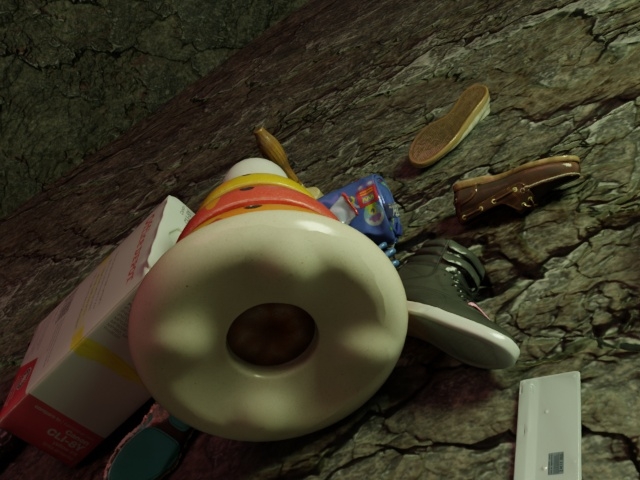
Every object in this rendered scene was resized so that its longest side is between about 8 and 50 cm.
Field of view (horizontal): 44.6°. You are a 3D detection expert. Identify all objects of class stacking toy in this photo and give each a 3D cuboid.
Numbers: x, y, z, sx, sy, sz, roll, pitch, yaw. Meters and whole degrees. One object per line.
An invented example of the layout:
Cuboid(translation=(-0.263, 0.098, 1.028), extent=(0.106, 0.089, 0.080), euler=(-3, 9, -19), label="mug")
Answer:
Cuboid(translation=(-0.093, 0.018, 1.142), extent=(0.351, 0.350, 0.479), euler=(-29, 32, 7), label="stacking toy")

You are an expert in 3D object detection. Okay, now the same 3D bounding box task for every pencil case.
Cuboid(translation=(0.000, 0.000, 1.357), extent=(0.306, 0.119, 0.133), euler=(-25, 73, 13), label="pencil case")

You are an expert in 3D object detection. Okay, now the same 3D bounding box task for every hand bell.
Cuboid(translation=(-0.052, -0.111, 1.452), extent=(0.126, 0.242, 0.126), euler=(-25, 28, 15), label="hand bell")

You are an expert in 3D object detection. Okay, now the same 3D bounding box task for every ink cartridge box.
Cuboid(translation=(-0.332, 0.147, 1.313), extent=(0.385, 0.160, 0.279), euler=(-42, 22, 18), label="ink cartridge box")

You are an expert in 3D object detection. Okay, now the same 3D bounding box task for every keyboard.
Cuboid(translation=(0.242, 0.240, 0.833), extent=(0.072, 0.014, 0.256), euler=(-12, 34, 26), label="keyboard")

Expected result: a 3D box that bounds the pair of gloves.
Cuboid(translation=(0.028, 0.028, 1.264), extent=(0.159, 0.023, 0.198), euler=(-42, 69, 7), label="pair of gloves")

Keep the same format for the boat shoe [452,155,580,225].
Cuboid(translation=(0.307, -0.074, 1.218), extent=(0.207, 0.073, 0.073), euler=(-17, 69, 34), label="boat shoe")

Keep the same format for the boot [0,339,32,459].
Cuboid(translation=(-0.596, 0.315, 1.497), extent=(0.229, 0.091, 0.263), euler=(-40, 31, -15), label="boot")

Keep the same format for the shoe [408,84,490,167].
Cuboid(translation=(0.255, -0.209, 1.502), extent=(0.219, 0.058, 0.077), euler=(-45, 50, -15), label="shoe")

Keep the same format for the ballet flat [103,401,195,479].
Cuboid(translation=(-0.240, 0.295, 1.190), extent=(0.241, 0.091, 0.077), euler=(-49, 1, -35), label="ballet flat")

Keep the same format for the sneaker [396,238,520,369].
Cuboid(translation=(0.185, 0.072, 1.055), extent=(0.147, 0.104, 0.296), euler=(-46, 26, -14), label="sneaker")
